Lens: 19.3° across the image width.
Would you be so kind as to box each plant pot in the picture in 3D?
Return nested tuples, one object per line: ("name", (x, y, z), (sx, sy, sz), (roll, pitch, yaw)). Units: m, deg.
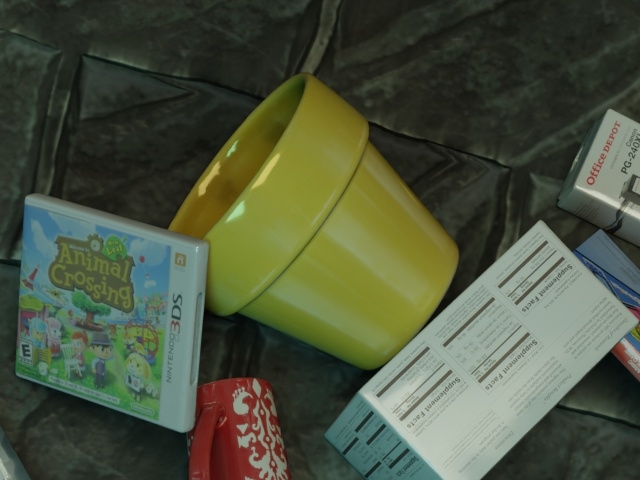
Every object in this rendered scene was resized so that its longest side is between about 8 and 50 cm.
("plant pot", (0.000, 0.000, 1.898), (0.239, 0.254, 0.254), (38, 69, -13))

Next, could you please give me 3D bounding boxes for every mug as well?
("mug", (-0.079, 0.224, 1.855), (0.113, 0.150, 0.169), (-7, 69, -8))

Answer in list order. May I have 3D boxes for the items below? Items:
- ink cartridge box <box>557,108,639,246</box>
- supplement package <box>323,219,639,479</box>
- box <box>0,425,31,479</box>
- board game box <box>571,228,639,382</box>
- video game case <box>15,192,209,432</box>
("ink cartridge box", (0.352, -0.060, 2.065), (0.150, 0.063, 0.109), (27, 70, -1))
("supplement package", (0.158, 0.141, 1.890), (0.262, 0.204, 0.145), (-41, 83, -19))
("box", (-0.412, 0.242, 1.831), (0.233, 0.059, 0.183), (-29, 80, -18))
("board game box", (0.362, 0.115, 1.986), (0.281, 0.027, 0.145), (48, 30, 7))
("video game case", (-0.207, 0.069, 1.833), (0.212, 0.023, 0.193), (16, 110, 28))
